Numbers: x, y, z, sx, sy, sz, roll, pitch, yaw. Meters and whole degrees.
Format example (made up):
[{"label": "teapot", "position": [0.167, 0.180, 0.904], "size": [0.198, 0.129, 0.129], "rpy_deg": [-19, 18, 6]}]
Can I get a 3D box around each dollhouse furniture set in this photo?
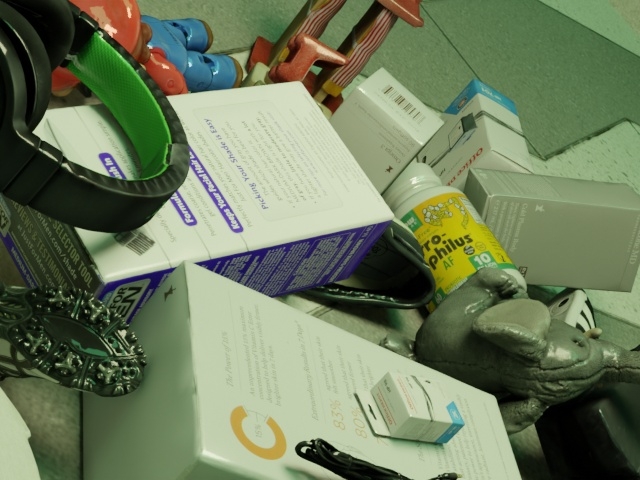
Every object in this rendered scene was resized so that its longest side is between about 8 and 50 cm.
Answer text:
[{"label": "dollhouse furniture set", "position": [0.009, -0.214, 1.730], "size": [0.152, 0.201, 0.374], "rpy_deg": [34, 28, -13]}]

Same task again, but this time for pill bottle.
[{"label": "pill bottle", "position": [0.150, 0.008, 1.674], "size": [0.117, 0.117, 0.208], "rpy_deg": [7, 43, -47]}]

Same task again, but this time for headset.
[{"label": "headset", "position": [-0.288, -0.136, 1.077], "size": [0.394, 0.185, 0.243], "rpy_deg": [37, 26, -22]}]

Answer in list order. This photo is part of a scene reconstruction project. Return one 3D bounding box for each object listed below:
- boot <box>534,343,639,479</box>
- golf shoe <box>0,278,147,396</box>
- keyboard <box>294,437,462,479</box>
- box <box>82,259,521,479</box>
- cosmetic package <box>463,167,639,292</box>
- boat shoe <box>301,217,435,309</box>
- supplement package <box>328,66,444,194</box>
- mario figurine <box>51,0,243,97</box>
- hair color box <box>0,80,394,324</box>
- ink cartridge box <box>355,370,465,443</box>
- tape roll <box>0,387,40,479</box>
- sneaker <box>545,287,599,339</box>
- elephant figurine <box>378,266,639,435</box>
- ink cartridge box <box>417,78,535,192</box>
[{"label": "boot", "position": [0.455, 0.284, 1.619], "size": [0.367, 0.146, 0.445], "rpy_deg": [57, 33, 6]}, {"label": "golf shoe", "position": [-0.229, 0.076, 1.090], "size": [0.198, 0.094, 0.077], "rpy_deg": [24, 60, 5]}, {"label": "keyboard", "position": [0.036, 0.239, 0.982], "size": [0.317, 0.033, 0.202], "rpy_deg": [24, 56, -29]}, {"label": "box", "position": [-0.008, 0.199, 1.144], "size": [0.345, 0.168, 0.215], "rpy_deg": [26, 31, -28]}, {"label": "cosmetic package", "position": [0.300, -0.013, 1.790], "size": [0.238, 0.127, 0.107], "rpy_deg": [5, 24, -13]}, {"label": "boat shoe", "position": [-0.002, 0.003, 1.483], "size": [0.340, 0.127, 0.113], "rpy_deg": [28, 17, -41]}, {"label": "supplement package", "position": [0.043, -0.097, 1.625], "size": [0.105, 0.179, 0.105], "rpy_deg": [41, 27, 1]}, {"label": "mario figurine", "position": [-0.232, -0.197, 1.536], "size": [0.198, 0.170, 0.320], "rpy_deg": [15, 5, 27]}, {"label": "hair color box", "position": [-0.118, -0.033, 1.256], "size": [0.338, 0.110, 0.185], "rpy_deg": [-11, 58, -43]}, {"label": "ink cartridge box", "position": [0.074, 0.136, 1.124], "size": [0.083, 0.028, 0.048], "rpy_deg": [13, 38, -41]}, {"label": "tape roll", "position": [-0.361, 0.150, 0.881], "size": [0.392, 0.072, 0.392], "rpy_deg": [30, 30, -19]}, {"label": "sneaker", "position": [0.335, 0.151, 1.759], "size": [0.121, 0.079, 0.217], "rpy_deg": [47, 27, -10]}, {"label": "elephant figurine", "position": [0.219, 0.124, 1.471], "size": [0.169, 0.186, 0.239], "rpy_deg": [43, -6, -25]}, {"label": "ink cartridge box", "position": [0.210, -0.112, 1.899], "size": [0.082, 0.140, 0.191], "rpy_deg": [30, 29, -21]}]
